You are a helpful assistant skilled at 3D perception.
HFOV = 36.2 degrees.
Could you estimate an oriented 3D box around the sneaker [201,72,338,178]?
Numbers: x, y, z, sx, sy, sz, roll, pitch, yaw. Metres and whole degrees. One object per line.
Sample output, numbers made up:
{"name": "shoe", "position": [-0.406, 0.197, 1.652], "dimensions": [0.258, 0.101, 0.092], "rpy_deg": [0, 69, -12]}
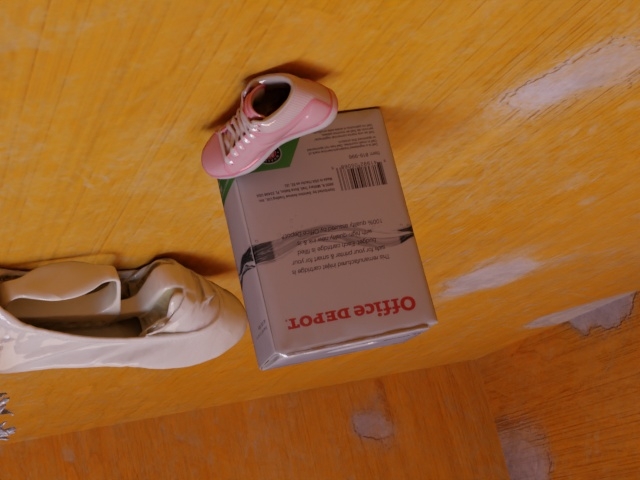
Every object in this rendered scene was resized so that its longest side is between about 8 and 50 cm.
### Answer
{"name": "sneaker", "position": [-0.057, -0.096, 0.793], "dimensions": [0.134, 0.051, 0.070], "rpy_deg": [-25, 160, 26]}

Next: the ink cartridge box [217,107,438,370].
{"name": "ink cartridge box", "position": [0.000, 0.000, 0.881], "dimensions": [0.153, 0.209, 0.087], "rpy_deg": [-9, 165, -16]}

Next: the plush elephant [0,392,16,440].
{"name": "plush elephant", "position": [-0.487, 0.276, 0.971], "dimensions": [0.329, 0.255, 0.272], "rpy_deg": [-10, 125, 14]}

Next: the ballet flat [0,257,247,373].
{"name": "ballet flat", "position": [-0.237, 0.081, 1.173], "dimensions": [0.400, 0.139, 0.139], "rpy_deg": [-1, 161, -37]}
